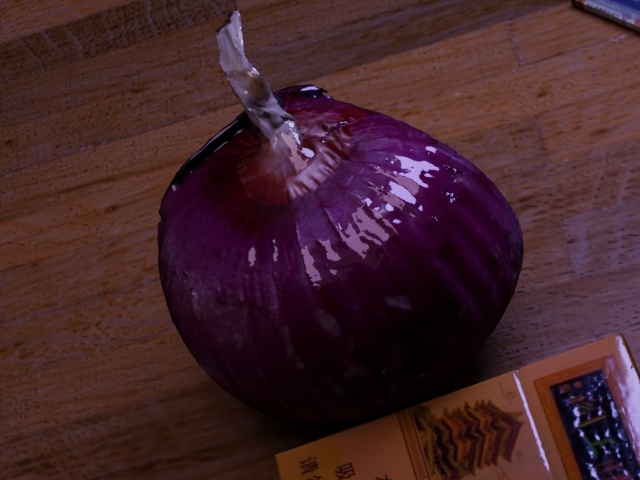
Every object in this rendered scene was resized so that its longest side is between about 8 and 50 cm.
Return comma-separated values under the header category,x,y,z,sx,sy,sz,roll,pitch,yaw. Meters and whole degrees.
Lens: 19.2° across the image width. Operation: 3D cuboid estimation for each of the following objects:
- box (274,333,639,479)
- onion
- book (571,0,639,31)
category,x,y,z,sx,sy,sz,roll,pitch,yaw
box,0.119,0.192,1.349,0.274,0.076,0.174,-20,48,5
onion,0.016,0.024,1.424,0.256,0.272,0.230,-58,38,14
book,0.406,-0.228,1.633,0.322,0.018,0.228,31,69,38
